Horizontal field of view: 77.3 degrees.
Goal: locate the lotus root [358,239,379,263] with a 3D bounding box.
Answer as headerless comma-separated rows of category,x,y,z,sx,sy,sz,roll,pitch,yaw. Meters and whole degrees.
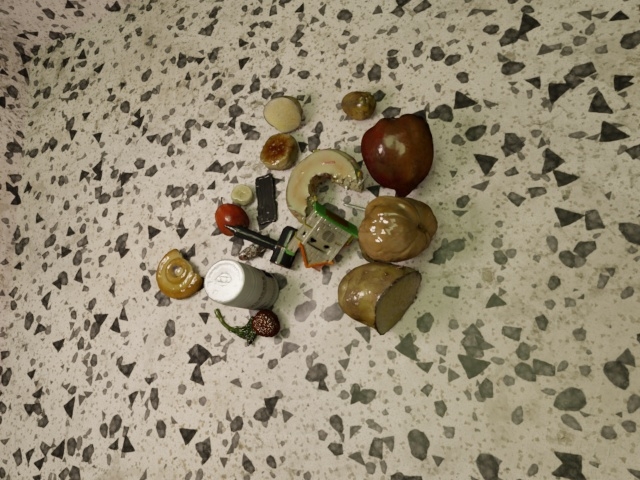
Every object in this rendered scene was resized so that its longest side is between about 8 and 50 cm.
lotus root,0.212,0.022,1.710,0.089,0.081,0.179,-48,50,51

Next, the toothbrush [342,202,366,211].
toothbrush,0.267,-0.103,1.748,0.387,0.040,0.040,18,83,26

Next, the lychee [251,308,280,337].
lychee,-0.237,0.369,1.769,0.129,0.123,0.123,23,85,4

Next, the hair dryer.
hair dryer,-0.265,-0.020,1.821,0.353,0.107,0.188,23,82,-3

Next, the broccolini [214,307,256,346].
broccolini,-0.393,0.371,1.863,0.272,0.062,0.123,28,77,27

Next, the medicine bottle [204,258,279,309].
medicine bottle,-0.332,0.197,1.727,0.190,0.332,0.189,-5,75,19

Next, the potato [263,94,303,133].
potato,-0.171,-0.648,2.006,0.203,0.182,0.117,-13,33,36

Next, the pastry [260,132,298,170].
pastry,-0.204,-0.434,1.976,0.182,0.093,0.192,12,77,24

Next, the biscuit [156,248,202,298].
biscuit,-0.723,0.183,2.009,0.274,0.091,0.213,36,88,22

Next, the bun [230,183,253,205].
bun,-0.390,-0.223,2.004,0.115,0.069,0.115,0,70,0

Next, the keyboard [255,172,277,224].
keyboard,-0.272,-0.206,1.983,0.106,0.016,0.262,-13,71,16

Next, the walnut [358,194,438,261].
walnut,0.291,-0.046,1.562,0.285,0.285,0.296,27,55,24

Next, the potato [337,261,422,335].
potato,0.210,0.189,1.586,0.289,0.300,0.237,-29,46,-27

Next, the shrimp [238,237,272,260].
shrimp,-0.307,0.039,1.902,0.191,0.073,0.074,-25,57,10

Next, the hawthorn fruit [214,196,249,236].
hawthorn fruit,-0.458,-0.146,1.970,0.165,0.165,0.285,-38,57,7

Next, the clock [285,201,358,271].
clock,0.000,0.000,1.727,0.220,0.106,0.255,31,113,-16

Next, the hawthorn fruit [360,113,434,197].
hawthorn fruit,0.318,-0.359,1.657,0.309,0.308,0.324,-15,59,16

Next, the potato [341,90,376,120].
potato,0.182,-0.632,1.872,0.137,0.137,0.176,-53,44,1

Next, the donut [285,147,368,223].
donut,0.008,-0.253,1.815,0.371,0.150,0.307,-36,64,10
